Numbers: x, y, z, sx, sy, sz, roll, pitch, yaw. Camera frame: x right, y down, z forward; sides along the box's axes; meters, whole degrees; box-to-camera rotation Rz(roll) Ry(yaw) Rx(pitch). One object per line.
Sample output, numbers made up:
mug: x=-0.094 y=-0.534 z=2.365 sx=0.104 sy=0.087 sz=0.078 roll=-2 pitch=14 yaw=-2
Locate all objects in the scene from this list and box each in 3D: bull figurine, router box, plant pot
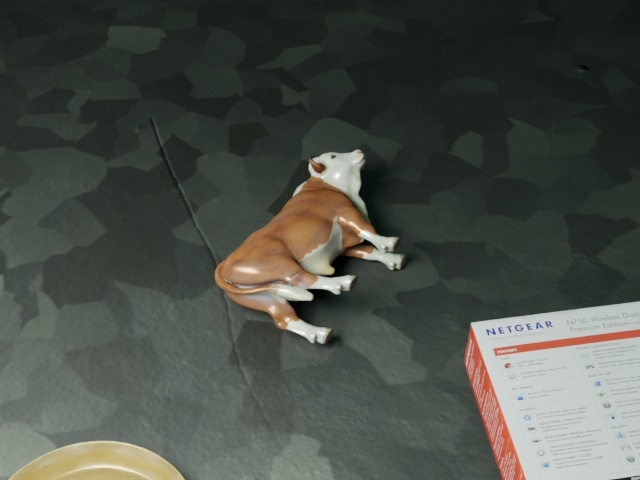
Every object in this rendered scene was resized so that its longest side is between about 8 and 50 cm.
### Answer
bull figurine: x=0.000 y=0.000 z=1.457 sx=0.188 sy=0.101 sz=0.310 roll=28 pitch=51 yaw=22
router box: x=0.367 y=0.210 z=1.266 sx=0.335 sy=0.082 sz=0.301 roll=-6 pitch=45 yaw=-7
plant pot: x=-0.246 y=0.321 z=1.181 sx=0.236 sy=0.032 sz=0.236 roll=0 pitch=44 yaw=0
